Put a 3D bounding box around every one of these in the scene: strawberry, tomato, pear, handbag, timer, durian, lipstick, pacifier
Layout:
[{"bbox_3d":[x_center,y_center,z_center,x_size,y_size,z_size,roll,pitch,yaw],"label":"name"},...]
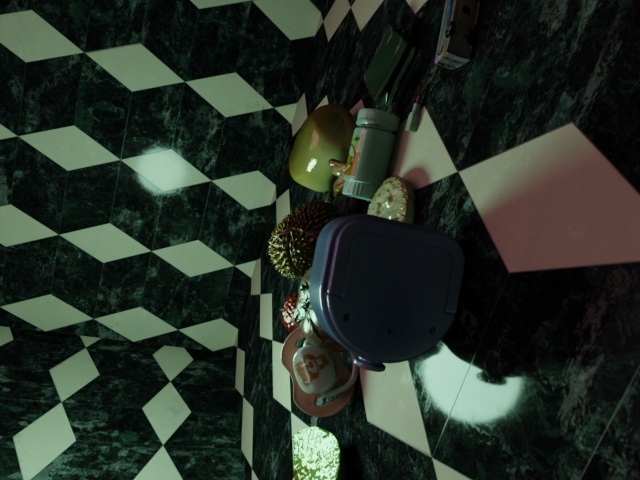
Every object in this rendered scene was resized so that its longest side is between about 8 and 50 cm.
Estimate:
[{"bbox_3d":[-0.047,0.337,1.998,0.245,0.205,0.205,8,86,50],"label":"strawberry"},{"bbox_3d":[0.053,0.215,1.532,0.317,0.283,0.316,-173,90,-65],"label":"tomato"},{"bbox_3d":[0.021,0.770,1.549,0.239,0.139,0.288,-48,27,30],"label":"pear"},{"bbox_3d":[0.269,-0.692,1.791,0.247,0.079,0.260,-100,28,-49],"label":"handbag"},{"bbox_3d":[0.153,0.134,1.145,0.173,0.395,0.394,-175,96,-72],"label":"timer"},{"bbox_3d":[-0.055,0.008,1.969,0.384,0.347,0.347,-38,-10,-37],"label":"durian"},{"bbox_3d":[0.321,-0.433,1.541,0.030,0.030,0.129,-148,70,-71],"label":"lipstick"},{"bbox_3d":[-0.007,0.470,1.667,0.273,0.221,0.331,-52,54,55],"label":"pacifier"}]

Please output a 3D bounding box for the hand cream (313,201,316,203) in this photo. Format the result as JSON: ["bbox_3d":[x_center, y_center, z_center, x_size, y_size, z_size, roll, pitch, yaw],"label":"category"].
[{"bbox_3d":[-0.069,-0.160,2.560,0.210,0.043,0.067,157,121,-62],"label":"hand cream"}]

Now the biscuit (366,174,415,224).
[{"bbox_3d":[0.233,-0.128,1.529,0.281,0.084,0.179,177,104,-72],"label":"biscuit"}]

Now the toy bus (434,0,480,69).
[{"bbox_3d":[0.404,-0.651,1.334,0.112,0.090,0.273,175,107,-78],"label":"toy bus"}]

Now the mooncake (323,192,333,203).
[{"bbox_3d":[-0.013,-0.075,2.297,0.150,0.057,0.346,-80,10,-51],"label":"mooncake"}]

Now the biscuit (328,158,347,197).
[{"bbox_3d":[0.128,-0.272,1.840,0.208,0.047,0.164,-11,83,41],"label":"biscuit"}]

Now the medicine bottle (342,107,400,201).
[{"bbox_3d":[0.181,-0.308,1.683,0.158,0.158,0.317,-158,81,-72],"label":"medicine bottle"}]

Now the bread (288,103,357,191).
[{"bbox_3d":[0.000,-0.427,2.169,0.376,0.253,0.347,122,150,-51],"label":"bread"}]
